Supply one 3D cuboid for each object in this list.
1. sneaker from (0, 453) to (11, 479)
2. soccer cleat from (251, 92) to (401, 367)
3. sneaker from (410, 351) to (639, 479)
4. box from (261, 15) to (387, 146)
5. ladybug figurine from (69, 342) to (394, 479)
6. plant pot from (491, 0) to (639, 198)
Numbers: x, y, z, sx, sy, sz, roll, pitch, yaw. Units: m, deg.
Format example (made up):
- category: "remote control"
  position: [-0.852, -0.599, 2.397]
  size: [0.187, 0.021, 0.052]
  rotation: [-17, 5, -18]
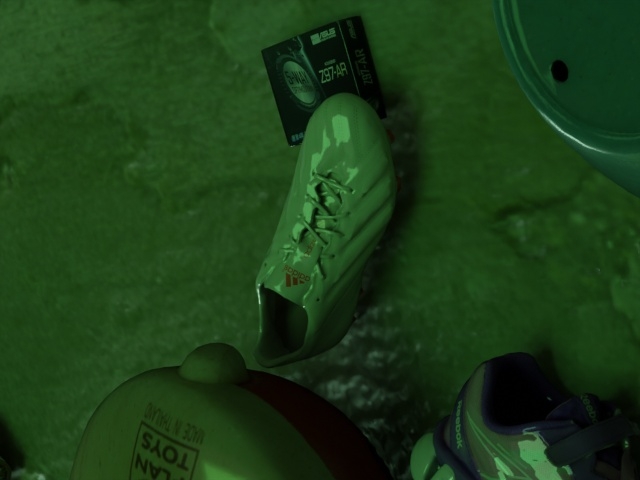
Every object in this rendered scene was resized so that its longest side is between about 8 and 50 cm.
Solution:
- category: "sneaker"
  position: [-0.325, 0.221, 1.716]
  size: [0.086, 0.064, 0.192]
  rotation: [58, 140, 30]
- category: "soccer cleat"
  position: [0.000, 0.000, 1.207]
  size: [0.068, 0.076, 0.196]
  rotation: [32, 132, 26]
- category: "sneaker"
  position: [0.149, 0.145, 1.085]
  size: [0.236, 0.095, 0.105]
  rotation: [40, 123, 37]
- category: "box"
  position: [0.002, -0.100, 1.228]
  size: [0.083, 0.018, 0.067]
  rotation: [-13, 94, 52]
- category: "ladybug figurine"
  position: [-0.035, 0.268, 1.279]
  size: [0.305, 0.162, 0.449]
  rotation: [23, 124, 42]
- category: "plant pot"
  position: [0.188, -0.122, 0.851]
  size: [0.290, 0.195, 0.290]
  rotation: [22, 119, 46]
